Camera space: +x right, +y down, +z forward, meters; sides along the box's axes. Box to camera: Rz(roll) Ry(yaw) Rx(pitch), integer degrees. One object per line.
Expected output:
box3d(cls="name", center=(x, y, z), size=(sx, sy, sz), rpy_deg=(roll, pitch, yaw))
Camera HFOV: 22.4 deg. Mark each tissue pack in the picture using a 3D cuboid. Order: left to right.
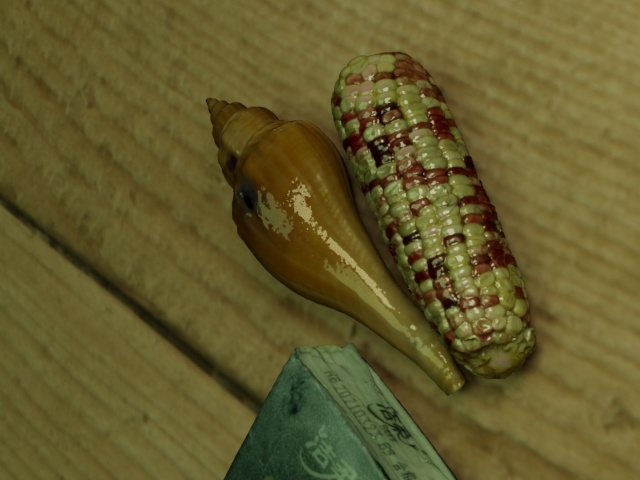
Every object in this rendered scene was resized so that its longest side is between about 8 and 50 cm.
box3d(cls="tissue pack", center=(-0.002, 0.233, 1.245), size=(0.185, 0.081, 0.257), rpy_deg=(50, 126, 35))

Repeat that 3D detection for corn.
box3d(cls="corn", center=(0.080, -0.020, 1.150), size=(0.086, 0.086, 0.253), rpy_deg=(-41, 62, 41))

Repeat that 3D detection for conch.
box3d(cls="conch", center=(-0.004, 0.000, 1.238), size=(0.109, 0.093, 0.330), rpy_deg=(-52, 54, 26))
